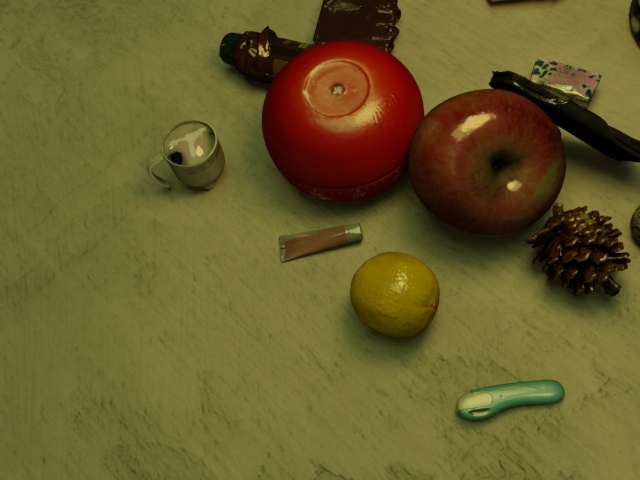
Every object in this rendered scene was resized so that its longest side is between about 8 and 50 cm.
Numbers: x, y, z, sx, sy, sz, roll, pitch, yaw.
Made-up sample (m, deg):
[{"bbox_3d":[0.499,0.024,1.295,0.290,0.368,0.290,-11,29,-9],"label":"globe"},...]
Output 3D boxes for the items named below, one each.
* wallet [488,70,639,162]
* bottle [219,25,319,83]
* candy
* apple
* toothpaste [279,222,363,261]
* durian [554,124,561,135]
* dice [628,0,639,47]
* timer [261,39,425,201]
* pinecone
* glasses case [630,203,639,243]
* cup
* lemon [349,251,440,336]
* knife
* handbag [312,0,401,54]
[{"bbox_3d":[0.544,-0.271,1.716,0.378,0.197,0.051,27,96,-4],"label":"wallet"},{"bbox_3d":[-0.129,-0.476,2.017,0.271,0.143,0.156,20,33,19],"label":"bottle"},{"bbox_3d":[0.584,-0.375,1.895,0.160,0.073,0.092,22,70,18],"label":"candy"},{"bbox_3d":[0.351,-0.173,1.689,0.345,0.344,0.269,-21,19,-3],"label":"apple"},{"bbox_3d":[0.000,0.000,1.811,0.195,0.043,0.067,-12,64,9],"label":"toothpaste"},{"bbox_3d":[0.482,-0.252,1.826,0.091,0.148,0.188,-60,37,20],"label":"durian"},{"bbox_3d":[0.866,-0.545,1.880,0.182,0.181,0.183,-19,63,0],"label":"dice"},{"bbox_3d":[0.052,-0.279,1.812,0.378,0.279,0.378,-3,65,6],"label":"timer"},{"bbox_3d":[0.546,0.026,1.640,0.186,0.168,0.212,-32,63,-11],"label":"pinecone"},{"bbox_3d":[0.823,0.027,1.645,0.355,0.085,0.137,39,73,24],"label":"glasses case"},{"bbox_3d":[-0.312,-0.184,1.890,0.134,0.142,0.173,32,71,21],"label":"cup"},{"bbox_3d":[0.154,0.112,1.652,0.203,0.178,0.178,21,67,31],"label":"lemon"},{"bbox_3d":[0.385,0.322,1.591,0.222,0.031,0.064,-10,58,0],"label":"knife"},{"bbox_3d":[0.100,-0.562,2.065,0.216,0.074,0.203,5,64,9],"label":"handbag"}]
